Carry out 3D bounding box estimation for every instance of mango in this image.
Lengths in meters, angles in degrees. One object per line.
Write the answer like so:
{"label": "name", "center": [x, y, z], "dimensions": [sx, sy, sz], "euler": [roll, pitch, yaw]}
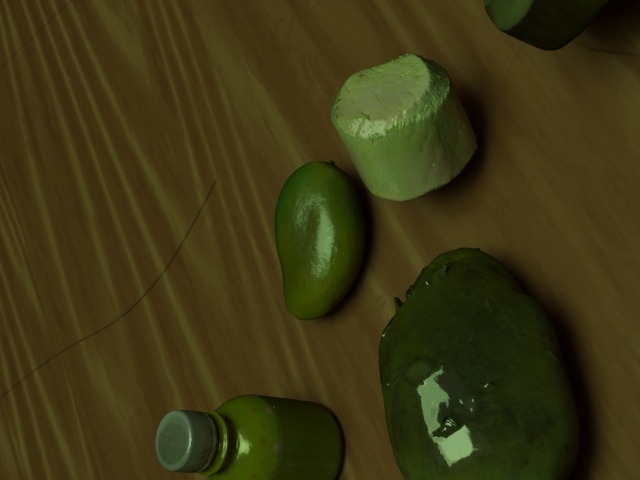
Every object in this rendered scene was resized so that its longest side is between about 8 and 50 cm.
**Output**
{"label": "mango", "center": [0.003, -0.003, 1.480], "dimensions": [0.122, 0.085, 0.191], "euler": [-14, 79, 34]}

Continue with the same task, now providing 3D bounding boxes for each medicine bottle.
{"label": "medicine bottle", "center": [-0.086, 0.237, 1.407], "dimensions": [0.122, 0.212, 0.122], "euler": [-15, 69, 44]}

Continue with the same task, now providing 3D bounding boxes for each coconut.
{"label": "coconut", "center": [0.096, -0.117, 1.359], "dimensions": [0.147, 0.152, 0.147], "euler": [-18, 42, 17]}

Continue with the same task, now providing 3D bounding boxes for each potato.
{"label": "potato", "center": [0.150, 0.136, 1.228], "dimensions": [0.192, 0.141, 0.296], "euler": [-21, 52, 16]}

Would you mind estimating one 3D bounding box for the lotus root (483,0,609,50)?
{"label": "lotus root", "center": [0.251, -0.372, 1.194], "dimensions": [0.390, 0.111, 0.375], "euler": [3, 73, 69]}
